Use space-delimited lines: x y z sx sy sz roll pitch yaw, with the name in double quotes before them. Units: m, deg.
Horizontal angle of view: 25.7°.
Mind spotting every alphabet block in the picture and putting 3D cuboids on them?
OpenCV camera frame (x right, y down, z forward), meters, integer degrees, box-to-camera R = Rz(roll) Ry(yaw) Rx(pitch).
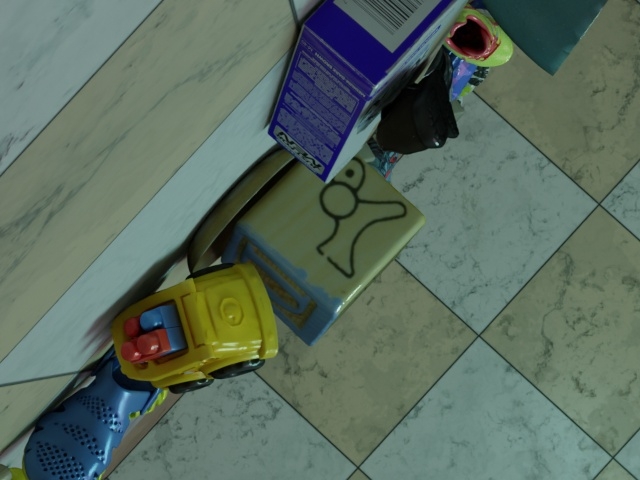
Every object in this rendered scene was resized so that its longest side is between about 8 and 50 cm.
"alphabet block" 0.000 0.000 1.974 0.197 0.192 0.193 -45 177 -21

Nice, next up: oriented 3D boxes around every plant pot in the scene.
"plant pot" 0.252 -0.350 1.495 0.290 0.195 0.290 -55 177 -4
"plant pot" -0.108 -0.047 1.946 0.236 0.032 0.236 -46 176 -4

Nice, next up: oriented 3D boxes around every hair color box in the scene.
"hair color box" 0.052 -0.204 1.577 0.185 0.110 0.339 -47 178 -16

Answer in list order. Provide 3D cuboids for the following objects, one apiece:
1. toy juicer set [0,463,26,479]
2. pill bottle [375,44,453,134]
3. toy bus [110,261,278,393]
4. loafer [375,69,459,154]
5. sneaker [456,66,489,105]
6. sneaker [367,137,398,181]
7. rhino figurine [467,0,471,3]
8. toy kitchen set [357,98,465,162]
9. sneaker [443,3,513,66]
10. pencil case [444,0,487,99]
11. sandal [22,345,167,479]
"toy juicer set" -0.488 0.419 2.037 0.209 0.089 0.329 -46 175 -22
"pill bottle" 0.124 -0.218 1.966 0.123 0.123 0.219 -47 163 -11
"toy bus" -0.201 0.129 1.873 0.220 0.149 0.211 -23 171 37
"loafer" 0.101 -0.139 1.552 0.078 0.080 0.220 -15 -175 14
"sneaker" 0.228 -0.308 2.531 0.279 0.107 0.118 -35 -141 55
"sneaker" 0.096 -0.169 2.686 0.262 0.104 0.125 -49 163 -78
"rhino figurine" 0.206 -0.372 1.818 0.243 0.073 0.106 -47 173 -26
"toy kitchen set" 0.107 -0.201 2.409 0.207 0.122 0.166 -14 153 -45
"sneaker" 0.213 -0.282 1.968 0.081 0.094 0.208 -48 142 18
"pencil case" 0.220 -0.321 2.100 0.306 0.119 0.133 -51 -157 25
"sandal" -0.313 0.239 2.017 0.317 0.126 0.138 -55 179 -44
